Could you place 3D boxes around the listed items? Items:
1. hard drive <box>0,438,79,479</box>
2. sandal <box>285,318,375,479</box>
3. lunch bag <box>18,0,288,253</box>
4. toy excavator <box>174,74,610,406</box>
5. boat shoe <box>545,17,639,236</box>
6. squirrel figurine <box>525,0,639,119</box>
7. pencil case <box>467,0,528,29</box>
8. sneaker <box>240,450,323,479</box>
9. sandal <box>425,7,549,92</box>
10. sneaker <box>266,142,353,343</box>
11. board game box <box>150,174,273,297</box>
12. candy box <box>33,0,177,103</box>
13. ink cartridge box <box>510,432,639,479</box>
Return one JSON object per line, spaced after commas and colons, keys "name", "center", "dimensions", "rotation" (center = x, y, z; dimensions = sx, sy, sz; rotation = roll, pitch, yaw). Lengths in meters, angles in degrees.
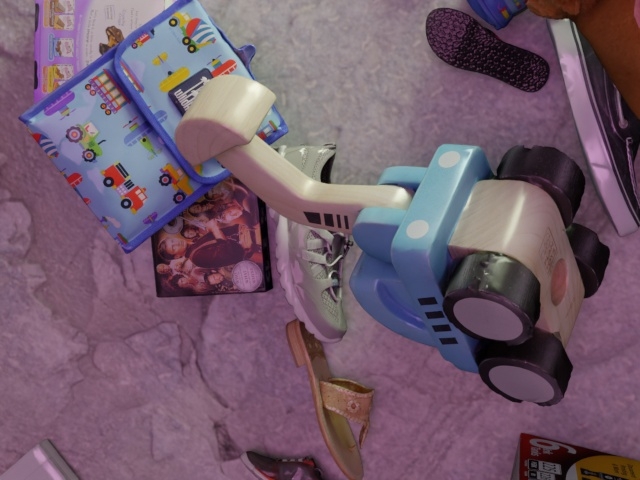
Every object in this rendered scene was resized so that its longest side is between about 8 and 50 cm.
{"name": "hard drive", "center": [-0.395, 0.483, 1.488], "dimensions": [0.203, 0.040, 0.307], "rotation": [-41, 85, 13]}
{"name": "sandal", "center": [0.034, 0.209, 1.347], "dimensions": [0.079, 0.088, 0.240], "rotation": [-25, 84, 19]}
{"name": "lunch bag", "center": [-0.202, -0.164, 1.295], "dimensions": [0.293, 0.138, 0.221], "rotation": [-36, 104, 2]}
{"name": "toy excavator", "center": [0.081, -0.014, 1.208], "dimensions": [0.445, 0.433, 0.222], "rotation": [5, 54, 33]}
{"name": "boat shoe", "center": [0.372, -0.158, 1.237], "dimensions": [0.102, 0.108, 0.301], "rotation": [-16, 84, 15]}
{"name": "squirrel figurine", "center": [0.410, -0.331, 1.002], "dimensions": [0.397, 0.370, 0.281], "rotation": [27, 63, -7]}
{"name": "pencil case", "center": [0.298, -0.403, 1.218], "dimensions": [0.306, 0.119, 0.133], "rotation": [-39, 89, 13]}
{"name": "sneaker", "center": [-0.038, 0.333, 1.399], "dimensions": [0.158, 0.061, 0.065], "rotation": [29, 73, 7]}
{"name": "sandal", "center": [0.216, -0.248, 1.296], "dimensions": [0.179, 0.040, 0.067], "rotation": [26, 106, -6]}
{"name": "sneaker", "center": [0.000, 0.000, 1.326], "dimensions": [0.115, 0.105, 0.281], "rotation": [-13, 92, 13]}
{"name": "board game box", "center": [-0.160, -0.044, 1.388], "dimensions": [0.165, 0.042, 0.243], "rotation": [-4, 94, 13]}
{"name": "candy box", "center": [-0.299, -0.269, 1.384], "dimensions": [0.196, 0.070, 0.165], "rotation": [5, 96, 12]}
{"name": "ink cartridge box", "center": [0.359, 0.361, 1.177], "dimensions": [0.272, 0.309, 0.130], "rotation": [12, 97, 10]}
